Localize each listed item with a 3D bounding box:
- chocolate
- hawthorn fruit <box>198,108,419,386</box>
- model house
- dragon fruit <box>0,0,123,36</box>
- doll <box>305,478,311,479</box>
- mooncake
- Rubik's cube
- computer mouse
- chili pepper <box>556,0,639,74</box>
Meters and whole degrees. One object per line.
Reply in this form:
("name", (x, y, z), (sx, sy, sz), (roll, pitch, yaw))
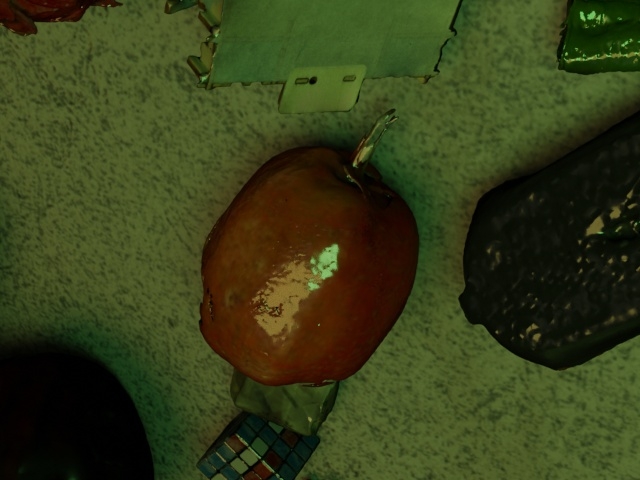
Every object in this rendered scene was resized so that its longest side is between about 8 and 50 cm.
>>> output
("chocolate", (-0.376, 0.288, 1.336), (0.331, 0.384, 0.384), (-31, 100, 21))
("hawthorn fruit", (0.000, 0.000, 1.052), (0.211, 0.211, 0.299), (29, 115, 10))
("model house", (-0.026, -0.234, 0.943), (0.206, 0.271, 0.178), (54, 141, 37))
("dragon fruit", (-0.291, -0.321, 1.002), (0.252, 0.241, 0.241), (14, 123, 2))
("doll", (0.048, 0.365, 1.311), (0.194, 0.062, 0.104), (38, 126, 12))
("mooncake", (-0.037, 0.152, 1.227), (0.125, 0.073, 0.130), (28, 124, 14))
("Rubik's cube", (-0.074, 0.254, 1.291), (0.092, 0.092, 0.092), (45, 127, -2))
("computer mouse", (0.267, -0.007, 0.941), (0.323, 0.116, 0.183), (-29, 73, 35))
("chili pepper", (0.369, -0.158, 0.851), (0.359, 0.085, 0.076), (6, 158, 19))
